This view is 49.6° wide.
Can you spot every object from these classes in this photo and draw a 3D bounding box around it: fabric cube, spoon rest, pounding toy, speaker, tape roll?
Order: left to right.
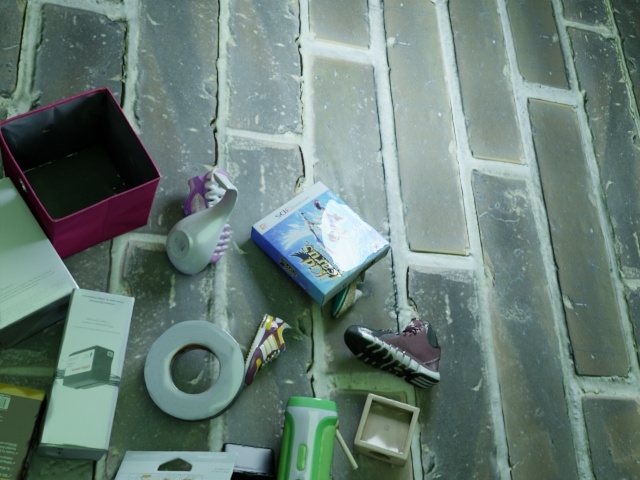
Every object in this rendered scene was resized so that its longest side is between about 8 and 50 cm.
[{"bbox_3d":[-0.545,-0.141,1.561,0.259,0.258,0.254,-28,81,-28],"label":"fabric cube"},{"bbox_3d":[-0.278,0.292,1.550,0.219,0.072,0.219,1,72,-4],"label":"tape roll"},{"bbox_3d":[-0.275,-0.037,1.634,0.137,0.276,0.084,49,27,22],"label":"spoon rest"},{"bbox_3d":[-0.034,0.504,1.540,0.131,0.131,0.296,12,71,-16],"label":"speaker"},{"bbox_3d":[0.111,0.467,1.650,0.206,0.094,0.181,15,62,10],"label":"pounding toy"}]

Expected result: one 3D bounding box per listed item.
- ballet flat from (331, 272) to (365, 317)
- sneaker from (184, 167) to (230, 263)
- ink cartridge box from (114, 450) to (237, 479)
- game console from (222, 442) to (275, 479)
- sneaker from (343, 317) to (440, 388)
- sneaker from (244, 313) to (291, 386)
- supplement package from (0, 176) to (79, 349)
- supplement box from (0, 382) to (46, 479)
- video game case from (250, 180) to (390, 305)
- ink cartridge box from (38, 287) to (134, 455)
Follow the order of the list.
[{"bbox_3d":[0.082,0.113,1.800,0.067,0.073,0.206,24,64,-19],"label":"ballet flat"},{"bbox_3d":[-0.289,-0.060,1.725,0.105,0.095,0.236,-2,84,21],"label":"sneaker"},{"bbox_3d":[-0.310,0.542,1.387,0.275,0.060,0.239,-5,39,18],"label":"ink cartridge box"},{"bbox_3d":[-0.168,0.525,1.559,0.122,0.071,0.107,12,94,-15],"label":"game console"},{"bbox_3d":[0.194,0.251,1.775,0.281,0.106,0.162,32,54,-16],"label":"sneaker"},{"bbox_3d":[-0.128,0.268,1.651,0.084,0.069,0.185,23,63,-5],"label":"sneaker"},{"bbox_3d":[-0.668,0.049,1.477,0.175,0.177,0.293,-31,82,-28],"label":"supplement package"},{"bbox_3d":[-0.662,0.385,1.363,0.191,0.129,0.194,15,64,-15],"label":"supplement box"},{"bbox_3d":[0.000,0.000,1.778,0.244,0.061,0.269,-37,67,-28],"label":"video game case"},{"bbox_3d":[-0.479,0.282,1.423,0.129,0.223,0.307,12,65,-17],"label":"ink cartridge box"}]
